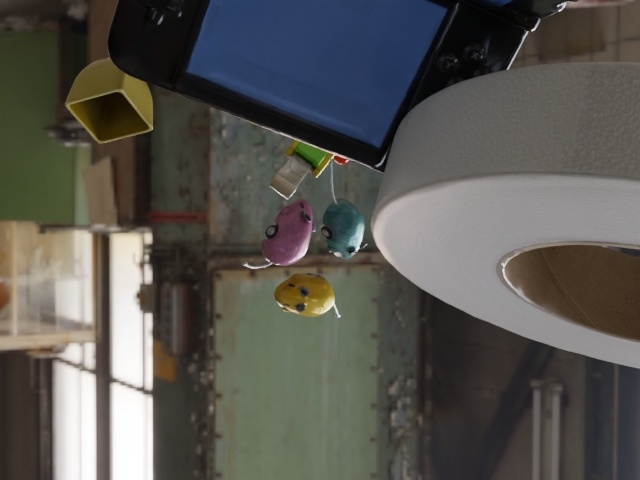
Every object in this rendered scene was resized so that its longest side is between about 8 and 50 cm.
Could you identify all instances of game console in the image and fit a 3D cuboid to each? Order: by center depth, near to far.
[{"bbox_3d":[0.007,-0.152,0.668,0.293,0.250,0.173,21,-150,-8],"label":"game console"}]

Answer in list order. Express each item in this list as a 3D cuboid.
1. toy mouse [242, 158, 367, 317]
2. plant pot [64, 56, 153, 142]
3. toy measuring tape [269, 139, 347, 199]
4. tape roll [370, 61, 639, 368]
[{"bbox_3d":[0.000,0.000,0.873,0.031,0.143,0.161,22,-174,39],"label":"toy mouse"},{"bbox_3d":[-0.259,-0.185,1.240,0.081,0.083,0.081,-11,145,18],"label":"plant pot"},{"bbox_3d":[0.003,-0.158,1.512,0.121,0.121,0.330,1,-161,13],"label":"toy measuring tape"},{"bbox_3d":[0.228,0.010,0.660,0.392,0.072,0.392,16,163,5],"label":"tape roll"}]
